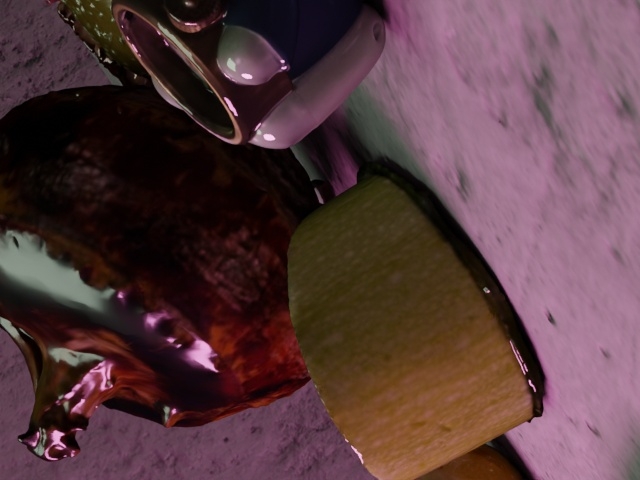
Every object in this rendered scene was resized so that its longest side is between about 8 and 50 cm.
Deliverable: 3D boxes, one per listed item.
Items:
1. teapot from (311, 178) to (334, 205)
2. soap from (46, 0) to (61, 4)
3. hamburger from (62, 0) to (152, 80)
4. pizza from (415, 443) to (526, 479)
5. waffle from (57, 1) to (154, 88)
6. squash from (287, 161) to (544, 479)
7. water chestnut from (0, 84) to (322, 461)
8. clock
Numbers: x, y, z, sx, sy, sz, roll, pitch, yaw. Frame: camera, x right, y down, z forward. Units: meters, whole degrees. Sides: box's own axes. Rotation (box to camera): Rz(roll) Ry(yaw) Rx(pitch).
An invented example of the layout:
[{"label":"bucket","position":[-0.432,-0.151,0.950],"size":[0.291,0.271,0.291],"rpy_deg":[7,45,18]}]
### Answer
[{"label":"teapot","position":[0.000,0.000,1.113],"size":[0.068,0.076,0.121],"rpy_deg":[32,126,51]},{"label":"soap","position":[-0.384,-0.447,1.583],"size":[0.182,0.112,0.289],"rpy_deg":[54,171,2]},{"label":"hamburger","position":[-0.146,-0.213,0.956],"size":[0.215,0.122,0.189],"rpy_deg":[55,172,-1]},{"label":"pizza","position":[0.164,0.238,1.051],"size":[0.188,0.081,0.204],"rpy_deg":[35,175,-32]},{"label":"waffle","position":[-0.147,-0.166,1.136],"size":[0.221,0.055,0.234],"rpy_deg":[43,-166,16]},{"label":"squash","position":[0.051,0.062,0.844],"size":[0.220,0.133,0.220],"rpy_deg":[58,179,2]},{"label":"water chestnut","position":[-0.151,0.040,0.968],"size":[0.350,0.302,0.350],"rpy_deg":[25,153,14]},{"label":"clock","position":[-0.078,-0.172,0.601],"size":[0.199,0.146,0.243],"rpy_deg":[37,164,55]}]
